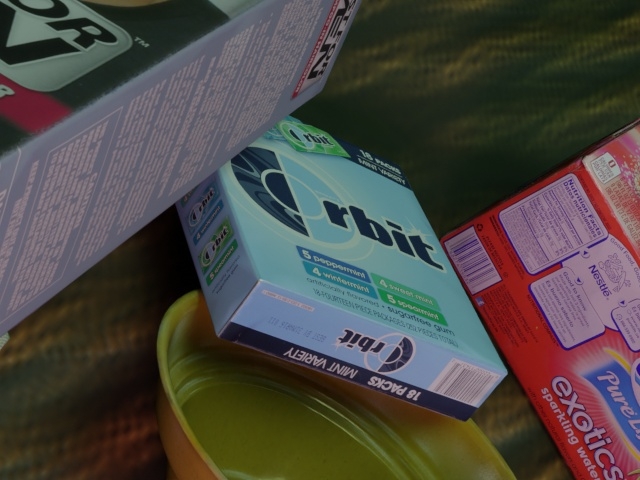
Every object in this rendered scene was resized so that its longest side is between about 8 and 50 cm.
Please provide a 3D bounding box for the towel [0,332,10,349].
[{"bbox_3d":[-0.299,-0.006,0.629,0.325,0.038,0.248,50,46,-12],"label":"towel"}]

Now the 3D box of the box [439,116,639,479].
[{"bbox_3d":[0.207,0.066,0.972,0.123,0.128,0.256,-28,87,-46],"label":"box"}]

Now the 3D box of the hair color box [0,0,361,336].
[{"bbox_3d":[-0.132,-0.092,0.673,0.185,0.113,0.374,31,32,10],"label":"hair color box"}]

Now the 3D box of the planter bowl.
[{"bbox_3d":[-0.005,0.126,0.754,0.217,0.090,0.217,30,24,-15],"label":"planter bowl"}]

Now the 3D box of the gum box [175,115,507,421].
[{"bbox_3d":[0.000,0.000,0.831,0.157,0.041,0.184,22,27,-31],"label":"gum box"}]
